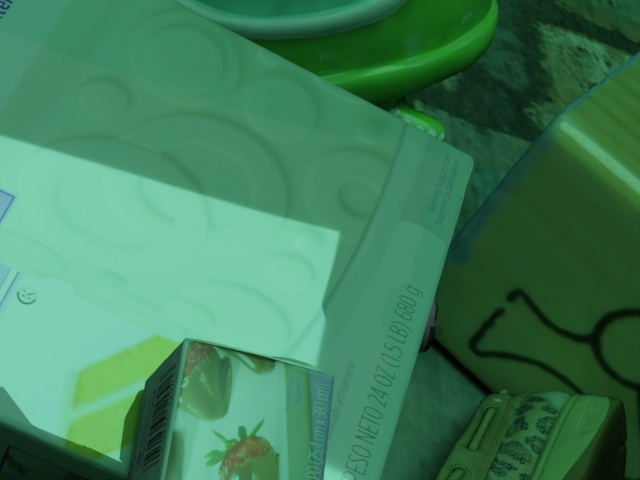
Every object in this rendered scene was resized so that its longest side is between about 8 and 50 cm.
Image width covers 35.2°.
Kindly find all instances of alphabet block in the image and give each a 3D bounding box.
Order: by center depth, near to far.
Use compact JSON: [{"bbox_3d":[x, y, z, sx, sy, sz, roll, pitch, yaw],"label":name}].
[{"bbox_3d":[0.209,0.019,0.660,0.197,0.192,0.193,44,43,10],"label":"alphabet block"}]

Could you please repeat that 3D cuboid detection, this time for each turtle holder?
[{"bbox_3d":[-0.045,-0.202,0.655,0.320,0.227,0.243,13,40,25],"label":"turtle holder"}]

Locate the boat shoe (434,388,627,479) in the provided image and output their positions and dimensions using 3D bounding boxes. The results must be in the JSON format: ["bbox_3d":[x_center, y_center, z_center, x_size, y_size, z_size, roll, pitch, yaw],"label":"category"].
[{"bbox_3d":[0.075,0.165,0.512,0.089,0.104,0.285,9,23,31],"label":"boat shoe"}]

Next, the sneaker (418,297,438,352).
[{"bbox_3d":[0.000,0.000,0.635,0.077,0.072,0.178,-14,53,-30],"label":"sneaker"}]

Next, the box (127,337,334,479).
[{"bbox_3d":[-0.050,0.195,0.333,0.063,0.067,0.324,15,61,-17],"label":"box"}]

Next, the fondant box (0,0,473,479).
[{"bbox_3d":[-0.110,-0.004,0.497,0.330,0.096,0.238,26,58,-8],"label":"fondant box"}]
